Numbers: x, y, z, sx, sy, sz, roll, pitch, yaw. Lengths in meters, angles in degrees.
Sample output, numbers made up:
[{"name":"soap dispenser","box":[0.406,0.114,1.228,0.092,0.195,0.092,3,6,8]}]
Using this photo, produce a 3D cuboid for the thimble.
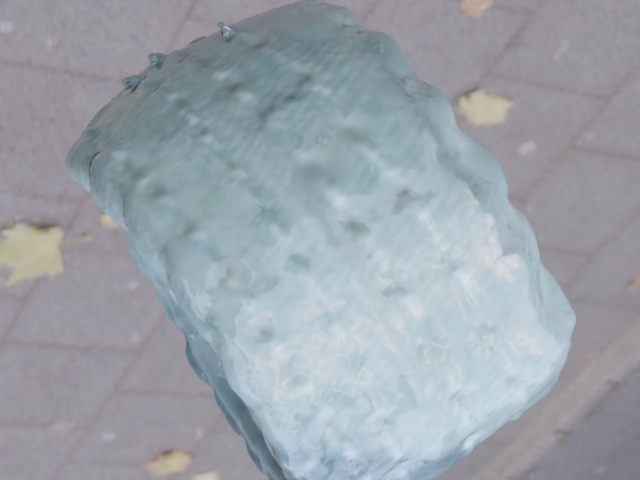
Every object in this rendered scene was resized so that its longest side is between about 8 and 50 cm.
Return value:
[{"name":"thimble","box":[0.000,0.000,0.705,0.172,0.250,0.205,-32,163,-9]}]
